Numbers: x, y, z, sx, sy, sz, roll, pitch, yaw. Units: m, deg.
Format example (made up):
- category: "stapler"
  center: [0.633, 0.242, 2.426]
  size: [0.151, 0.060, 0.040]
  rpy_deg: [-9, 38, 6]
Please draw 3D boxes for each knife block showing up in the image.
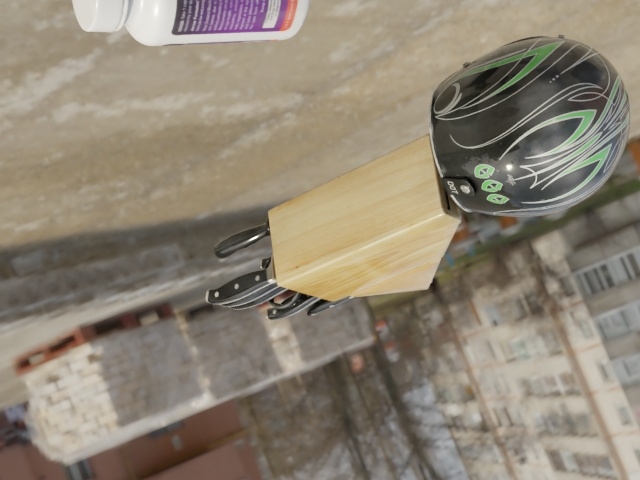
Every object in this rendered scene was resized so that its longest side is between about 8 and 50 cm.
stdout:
- category: "knife block"
  center: [0.000, 0.000, 1.136]
  size: [0.242, 0.088, 0.275]
  rpy_deg: [-6, 158, -8]

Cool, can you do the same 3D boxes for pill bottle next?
- category: "pill bottle"
  center: [-0.115, -0.227, 0.976]
  size: [0.193, 0.108, 0.108]
  rpy_deg: [-8, 168, -28]

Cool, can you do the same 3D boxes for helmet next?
- category: "helmet"
  center: [0.195, -0.103, 0.999]
  size: [0.161, 0.169, 0.169]
  rpy_deg: [-14, 178, 29]
